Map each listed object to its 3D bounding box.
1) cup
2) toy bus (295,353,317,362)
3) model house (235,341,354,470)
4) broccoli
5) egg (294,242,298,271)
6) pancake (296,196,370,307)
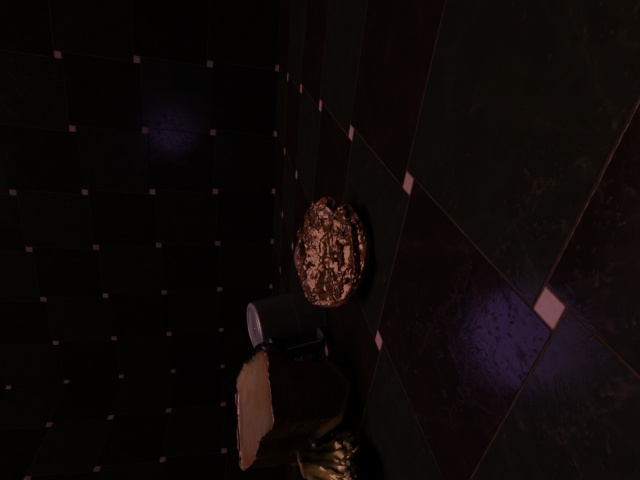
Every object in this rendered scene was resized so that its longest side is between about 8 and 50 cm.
[{"bbox_3d":[-0.150,0.402,1.895,0.256,0.311,0.331,113,141,-52],"label":"cup"},{"bbox_3d":[-0.077,0.658,2.070,0.126,0.136,0.209,113,152,-57],"label":"toy bus"},{"bbox_3d":[-0.083,0.618,1.602,0.445,0.400,0.395,120,150,-41],"label":"model house"},{"bbox_3d":[0.038,0.754,1.347,0.248,0.246,0.288,-100,13,-56],"label":"broccoli"},{"bbox_3d":[-0.014,0.051,1.627,0.176,0.176,0.231,-112,24,-56],"label":"egg"},{"bbox_3d":[0.032,0.039,1.390,0.382,0.071,0.382,-2,87,52],"label":"pancake"}]
